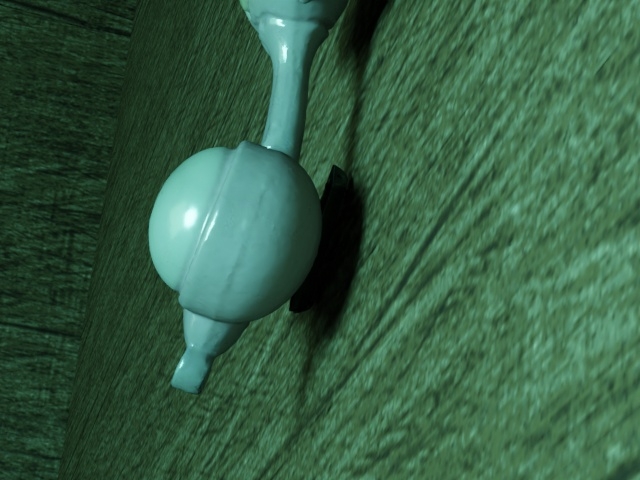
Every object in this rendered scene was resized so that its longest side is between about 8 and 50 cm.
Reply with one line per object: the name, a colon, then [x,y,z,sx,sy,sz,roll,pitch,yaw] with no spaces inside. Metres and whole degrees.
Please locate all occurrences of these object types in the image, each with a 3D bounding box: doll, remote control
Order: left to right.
doll: [-0.029,-0.087,1.060,0.160,0.094,0.365,133,154,-73]
remote control: [0.000,0.000,1.081,0.034,0.016,0.091,-82,9,-61]
